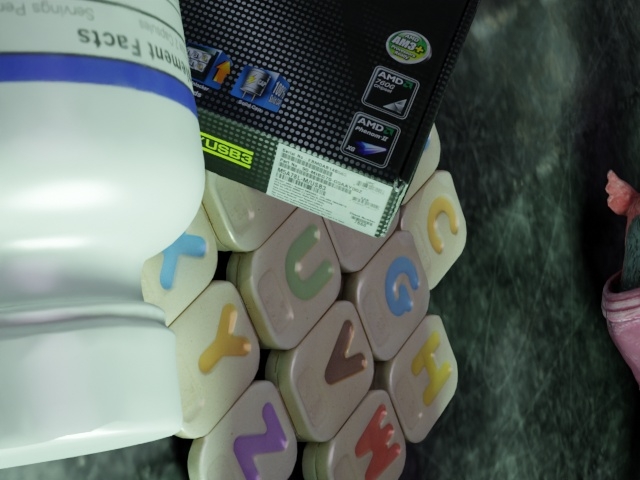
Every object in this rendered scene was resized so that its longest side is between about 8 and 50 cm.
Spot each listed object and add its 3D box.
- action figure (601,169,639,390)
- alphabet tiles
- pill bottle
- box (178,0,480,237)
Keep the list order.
[{"bbox_3d":[0.279,0.121,0.962,0.275,0.248,0.370,-29,95,-8],"label":"action figure"},{"bbox_3d":[0.000,0.000,0.671,0.278,0.021,0.284,-47,125,-45],"label":"alphabet tiles"},{"bbox_3d":[-0.120,-0.064,0.420,0.152,0.152,0.272,2,75,-53],"label":"pill bottle"},{"bbox_3d":[-0.028,-0.111,0.566,0.045,0.190,0.184,109,5,-56],"label":"box"}]
